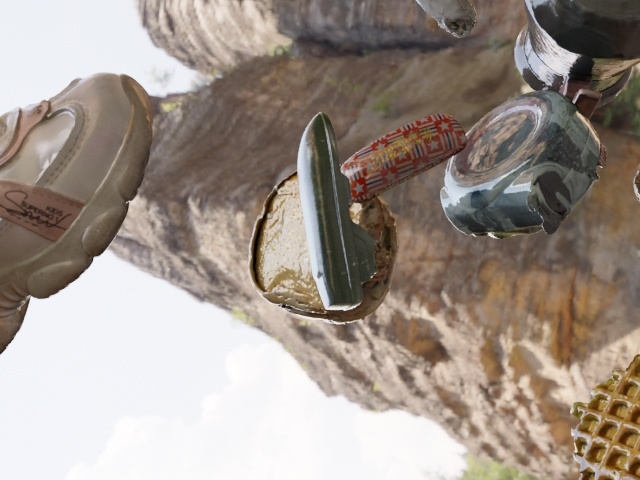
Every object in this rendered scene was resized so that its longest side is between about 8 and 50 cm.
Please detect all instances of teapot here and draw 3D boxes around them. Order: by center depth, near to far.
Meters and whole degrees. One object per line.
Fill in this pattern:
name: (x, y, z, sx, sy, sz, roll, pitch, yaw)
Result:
teapot: (0.491, -0.375, 1.536, 0.362, 0.305, 0.376, 78, -154, -73)

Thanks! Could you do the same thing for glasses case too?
glasses case: (0.116, -0.125, 1.234, 0.194, 0.073, 0.049, -28, -21, -3)

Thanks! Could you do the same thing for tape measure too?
tape measure: (0.334, -0.116, 1.421, 0.147, 0.256, 0.275, 45, -118, -24)

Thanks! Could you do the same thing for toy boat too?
toy boat: (0.021, -0.042, 1.089, 0.078, 0.085, 0.261, 128, 134, -71)

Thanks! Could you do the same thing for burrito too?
burrito: (0.141, -0.362, 1.168, 0.064, 0.203, 0.064, -42, 6, 6)

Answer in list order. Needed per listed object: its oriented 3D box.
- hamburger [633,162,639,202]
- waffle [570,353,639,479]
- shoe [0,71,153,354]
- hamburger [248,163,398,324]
hamburger: (0.557, -0.080, 1.388, 0.102, 0.087, 0.176, -45, -59, -8)
waffle: (0.485, 0.290, 1.279, 0.058, 0.243, 0.238, 39, -154, -30)
shoe: (-0.309, -0.033, 0.770, 0.198, 0.172, 0.351, 38, -81, -28)
hamburger: (0.000, 0.000, 1.355, 0.243, 0.286, 0.146, -34, -28, 13)
